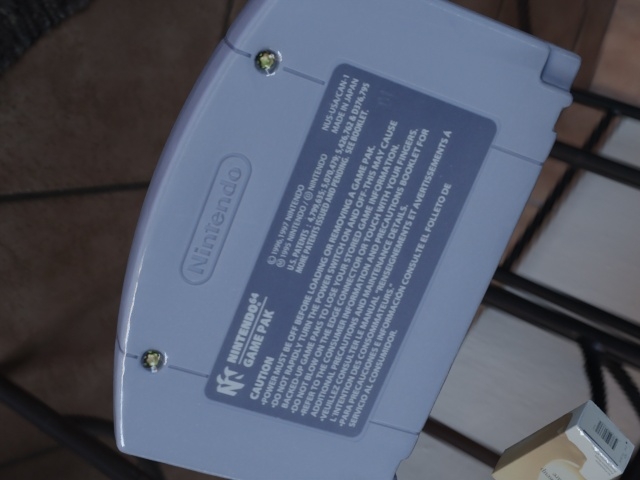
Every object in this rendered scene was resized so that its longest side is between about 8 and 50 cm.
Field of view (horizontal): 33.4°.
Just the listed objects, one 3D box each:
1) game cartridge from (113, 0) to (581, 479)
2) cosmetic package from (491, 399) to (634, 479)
[{"bbox_3d":[0.000,0.000,0.598,0.198,0.062,0.297,20,104,-13],"label":"game cartridge"},{"bbox_3d":[0.214,0.196,0.948,0.115,0.060,0.041,-46,178,42],"label":"cosmetic package"}]
